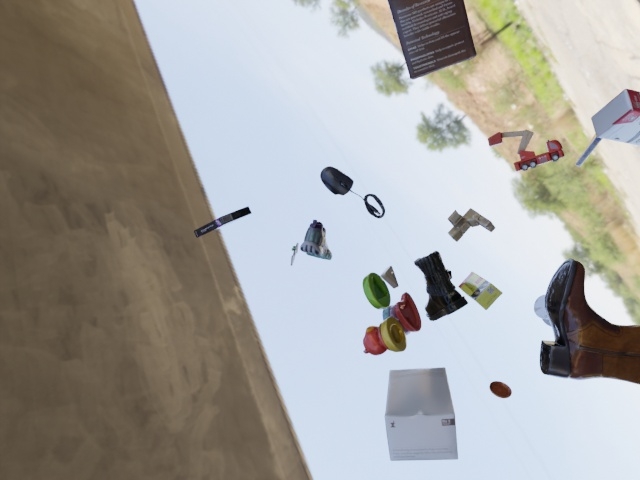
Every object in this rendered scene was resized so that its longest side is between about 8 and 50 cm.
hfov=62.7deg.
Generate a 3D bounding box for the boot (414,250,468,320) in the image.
[{"bbox_3d":[0.480,0.188,2.223,0.260,0.131,0.348,58,165,9],"label":"boot"}]

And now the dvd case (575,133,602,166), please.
[{"bbox_3d":[0.964,-0.373,1.803,0.022,0.180,0.253,34,175,16],"label":"dvd case"}]

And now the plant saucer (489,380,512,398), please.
[{"bbox_3d":[0.683,0.568,1.995,0.083,0.013,0.084,6,-151,-3],"label":"plant saucer"}]

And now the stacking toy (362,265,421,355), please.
[{"bbox_3d":[0.217,0.252,1.866,0.309,0.130,0.280,-17,-101,-60],"label":"stacking toy"}]

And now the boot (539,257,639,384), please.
[{"bbox_3d":[0.628,0.179,1.109,0.096,0.280,0.265,10,-95,-87],"label":"boot"}]

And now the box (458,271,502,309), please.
[{"bbox_3d":[0.575,0.178,1.904,0.058,0.087,0.232,41,-174,-4],"label":"box"}]

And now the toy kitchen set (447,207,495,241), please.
[{"bbox_3d":[0.355,-0.034,1.262,0.068,0.083,0.075,39,-175,-41],"label":"toy kitchen set"}]

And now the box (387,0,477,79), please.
[{"bbox_3d":[0.270,-0.536,1.294,0.168,0.166,0.203,-77,-33,-61],"label":"box"}]

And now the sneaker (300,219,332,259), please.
[{"bbox_3d":[0.000,0.000,1.540,0.083,0.098,0.224,14,175,7],"label":"sneaker"}]

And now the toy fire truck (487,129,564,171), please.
[{"bbox_3d":[0.612,-0.279,1.571,0.047,0.191,0.135,-14,-93,-67],"label":"toy fire truck"}]

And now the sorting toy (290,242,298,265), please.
[{"bbox_3d":[-0.087,0.037,1.740,0.012,0.083,0.062,16,-130,5],"label":"sorting toy"}]

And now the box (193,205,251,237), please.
[{"bbox_3d":[-0.302,-0.056,1.611,0.116,0.162,0.029,-28,-86,-44],"label":"box"}]

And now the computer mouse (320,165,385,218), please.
[{"bbox_3d":[0.097,-0.148,1.593,0.242,0.071,0.041,35,178,15],"label":"computer mouse"}]

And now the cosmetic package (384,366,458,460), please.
[{"bbox_3d":[0.331,0.563,1.746,0.385,0.217,0.156,-39,-57,-76],"label":"cosmetic package"}]

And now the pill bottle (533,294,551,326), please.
[{"bbox_3d":[0.751,0.226,1.628,0.184,0.103,0.103,19,-142,-28],"label":"pill bottle"}]

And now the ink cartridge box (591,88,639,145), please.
[{"bbox_3d":[0.660,-0.254,1.098,0.135,0.099,0.056,6,-116,-15],"label":"ink cartridge box"}]
